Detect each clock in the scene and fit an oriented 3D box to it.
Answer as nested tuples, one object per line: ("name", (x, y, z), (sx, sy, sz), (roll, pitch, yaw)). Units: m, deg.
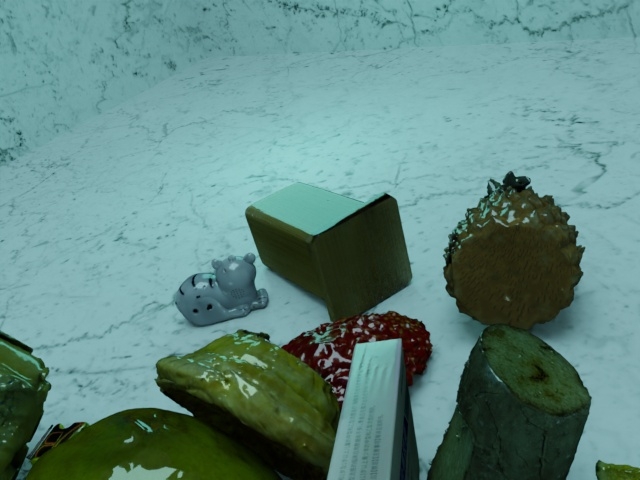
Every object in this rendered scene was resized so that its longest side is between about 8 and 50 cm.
("clock", (-0.198, 0.088, 1.327), (0.176, 0.117, 0.080), (-14, 29, 1))

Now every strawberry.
("strawberry", (0.036, 0.169, 1.066), (0.233, 0.138, 0.306), (5, 36, 33))

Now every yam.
("yam", (0.216, 0.232, 0.802), (0.154, 0.254, 0.154), (9, 31, -5))

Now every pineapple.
("pineapple", (0.325, -0.006, 1.194), (0.222, 0.223, 0.357), (-6, 21, 15))

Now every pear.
("pear", (-0.176, 0.319, 0.773), (0.321, 0.269, 0.269), (12, 35, 12))

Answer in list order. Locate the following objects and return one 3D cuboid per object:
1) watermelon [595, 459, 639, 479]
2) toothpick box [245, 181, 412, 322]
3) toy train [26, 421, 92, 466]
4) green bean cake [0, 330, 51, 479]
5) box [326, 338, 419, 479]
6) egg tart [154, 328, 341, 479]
("watermelon", (0.406, 0.281, 0.756), (0.181, 0.092, 0.075), (-3, 16, 36))
("toothpick box", (0.000, 0.000, 1.338), (0.187, 0.190, 0.308), (-30, 29, -23))
("toy train", (-0.357, 0.370, 0.927), (0.160, 0.100, 0.296), (-10, 29, 22))
("green bean cake", (-0.510, 0.304, 0.957), (0.285, 0.202, 0.310), (-48, 19, 23))
("box", (0.063, 0.273, 0.741), (0.065, 0.200, 0.343), (-6, 19, 11))
("egg tart", (-0.074, 0.208, 0.881), (0.290, 0.290, 0.115), (13, 58, 39))
